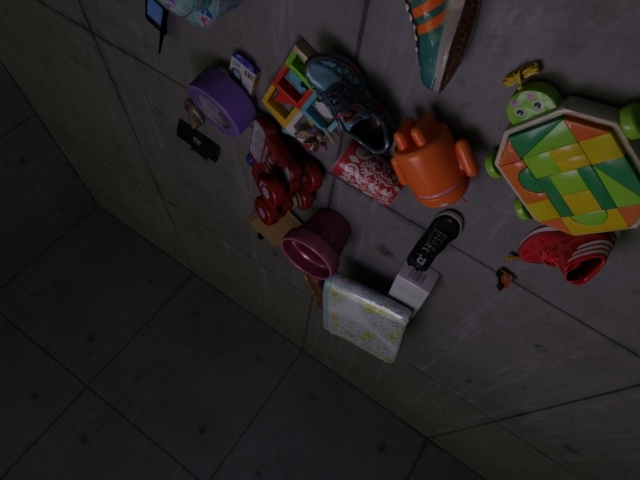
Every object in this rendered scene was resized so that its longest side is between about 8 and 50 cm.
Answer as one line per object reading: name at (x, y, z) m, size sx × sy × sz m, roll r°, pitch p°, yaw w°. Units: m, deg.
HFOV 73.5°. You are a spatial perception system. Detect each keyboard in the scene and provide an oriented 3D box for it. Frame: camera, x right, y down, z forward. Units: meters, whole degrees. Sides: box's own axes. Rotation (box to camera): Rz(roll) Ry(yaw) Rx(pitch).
keyboard at (-0.448, -0.364, 1.585) m, size 0.192 × 0.038 × 0.100 m, roll 37°, pitch 131°, yaw 6°

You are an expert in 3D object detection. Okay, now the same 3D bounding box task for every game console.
game console at (-0.450, -0.594, 1.158) m, size 0.107 × 0.071 × 0.122 m, roll 42°, pitch 153°, yaw -8°

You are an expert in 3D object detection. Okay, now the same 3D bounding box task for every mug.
mug at (0.127, -0.177, 1.089) m, size 0.169 × 0.150 × 0.113 m, roll 36°, pitch 118°, yaw -3°

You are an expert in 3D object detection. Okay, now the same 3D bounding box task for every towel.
towel at (0.160, 0.285, 1.571) m, size 0.321 × 0.090 × 0.374 m, roll 24°, pitch 146°, yaw 18°

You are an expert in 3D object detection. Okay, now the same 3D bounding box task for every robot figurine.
robot figurine at (0.239, -0.160, 0.914) m, size 0.158 × 0.128 × 0.219 m, roll -27°, pitch 120°, yaw 15°

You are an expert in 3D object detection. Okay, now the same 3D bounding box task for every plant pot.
plant pot at (0.000, 0.000, 1.414) m, size 0.201 × 0.180 × 0.201 m, roll 29°, pitch 152°, yaw 17°

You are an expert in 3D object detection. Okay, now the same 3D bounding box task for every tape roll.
tape roll at (-0.279, -0.389, 1.214) m, size 0.189 × 0.080 × 0.189 m, roll 36°, pitch 166°, yaw 10°

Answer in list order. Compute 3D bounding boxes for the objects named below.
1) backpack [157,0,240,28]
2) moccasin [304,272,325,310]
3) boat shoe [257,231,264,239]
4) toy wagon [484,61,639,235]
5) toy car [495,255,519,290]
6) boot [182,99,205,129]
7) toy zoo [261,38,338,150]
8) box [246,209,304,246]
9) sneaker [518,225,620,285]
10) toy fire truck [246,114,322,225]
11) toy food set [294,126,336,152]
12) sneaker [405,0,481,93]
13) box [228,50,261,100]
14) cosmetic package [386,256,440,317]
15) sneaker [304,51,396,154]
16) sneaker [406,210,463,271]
backpack at (-0.262, -0.563, 0.855) m, size 0.225 × 0.191 × 0.253 m, roll 40°, pitch 159°, yaw -5°
moccasin at (0.047, 0.249, 1.807) m, size 0.147 × 0.139 × 0.380 m, roll 13°, pitch 147°, yaw 52°
boat shoe at (-0.204, -0.047, 1.729) m, size 0.075 × 0.065 × 0.206 m, roll 43°, pitch 153°, yaw -9°
toy wagon at (0.425, -0.150, 0.760) m, size 0.344 × 0.068 × 0.267 m, roll 47°, pitch 152°, yaw -17°
toy car at (0.480, 0.086, 1.088) m, size 0.041 × 0.060 × 0.122 m, roll 0°, pitch 153°, yaw 5°
boot at (-0.432, -0.426, 1.448) m, size 0.118 × 0.042 × 0.087 m, roll -6°, pitch 123°, yaw 54°
toy zoo at (-0.042, -0.342, 1.088) m, size 0.192 × 0.030 × 0.293 m, roll 43°, pitch 154°, yaw -11°
box at (-0.168, -0.068, 1.627) m, size 0.164 × 0.021 × 0.201 m, roll 46°, pitch 133°, yaw -17°
sneaker at (0.493, 0.033, 0.898) m, size 0.087 × 0.128 × 0.221 m, roll 42°, pitch 152°, yaw -5°
toy fire truck at (-0.142, -0.206, 1.322) m, size 0.253 × 0.169 × 0.302 m, roll 58°, pitch 156°, yaw 12°
toy food set at (-0.018, -0.260, 1.131) m, size 0.122 × 0.019 × 0.078 m, roll 1°, pitch 136°, yaw 52°
sneaker at (0.179, -0.385, 0.666) m, size 0.121 × 0.108 × 0.302 m, roll 27°, pitch 143°, yaw 25°
box at (-0.205, -0.439, 1.147) m, size 0.081 × 0.028 × 0.136 m, roll 40°, pitch 152°, yaw -2°
cosmetic package at (0.296, 0.159, 1.406) m, size 0.117 × 0.085 × 0.231 m, roll 31°, pitch 155°, yaw 13°
sneaker at (0.070, -0.287, 0.905) m, size 0.262 × 0.125 × 0.104 m, roll 41°, pitch 119°, yaw -16°
sneaker at (0.296, 0.019, 1.134) m, size 0.079 × 0.121 × 0.217 m, roll 34°, pitch 154°, yaw 8°
